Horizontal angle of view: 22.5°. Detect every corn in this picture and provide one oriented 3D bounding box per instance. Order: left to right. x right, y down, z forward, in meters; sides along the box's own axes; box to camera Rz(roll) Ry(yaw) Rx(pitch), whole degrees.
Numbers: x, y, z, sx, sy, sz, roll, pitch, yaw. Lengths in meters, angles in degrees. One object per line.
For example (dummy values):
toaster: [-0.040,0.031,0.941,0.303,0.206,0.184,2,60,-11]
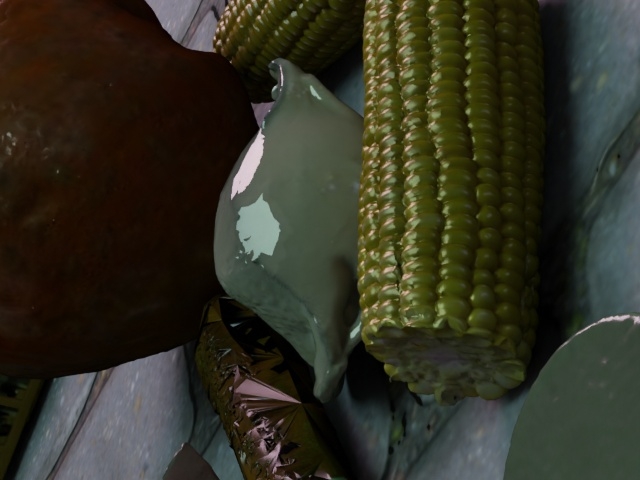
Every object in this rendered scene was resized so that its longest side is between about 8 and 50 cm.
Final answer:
corn: [0.004,-0.167,1.021,0.260,0.091,0.091,-42,18,57]
corn: [0.065,-0.044,0.785,0.093,0.093,0.244,-42,38,49]

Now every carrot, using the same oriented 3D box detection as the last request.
carrot: [-0.026,0.100,0.916,0.069,0.069,0.228,-64,25,18]

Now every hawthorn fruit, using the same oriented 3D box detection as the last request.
hawthorn fruit: [-0.186,-0.022,1.067,0.298,0.277,0.277,-34,14,-19]

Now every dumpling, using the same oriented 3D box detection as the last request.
dumpling: [-0.003,0.002,0.903,0.155,0.111,0.181,79,-150,-72]

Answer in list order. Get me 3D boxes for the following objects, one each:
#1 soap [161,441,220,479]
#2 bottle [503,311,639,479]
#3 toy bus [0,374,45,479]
soap: [-0.121,0.260,0.857,0.218,0.098,0.273,-58,-5,-35]
bottle: [0.142,0.077,0.371,0.072,0.202,0.072,-46,34,45]
toy bus: [-0.325,0.129,1.490,0.335,0.123,0.121,-68,24,9]
